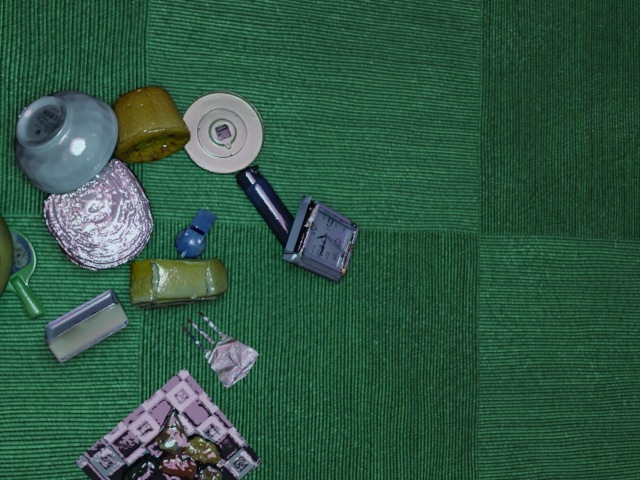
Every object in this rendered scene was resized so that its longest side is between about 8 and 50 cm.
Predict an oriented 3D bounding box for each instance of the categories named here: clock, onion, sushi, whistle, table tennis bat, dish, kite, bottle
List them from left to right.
[{"bbox_3d":[-0.775,0.084,1.687,0.160,0.039,0.257,-33,94,-12],"label":"table tennis bat"},{"bbox_3d":[-0.643,-0.262,1.628,0.303,0.120,0.303,-6,67,15],"label":"dish"},{"bbox_3d":[-0.583,0.209,1.675,0.192,0.147,0.071,-31,109,-16],"label":"clock"},{"bbox_3d":[-0.554,-0.053,1.715,0.250,0.111,0.247,-32,96,-15],"label":"onion"},{"bbox_3d":[-0.386,0.586,1.755,0.359,0.064,0.343,-40,98,-13],"label":"sushi"},{"bbox_3d":[-0.340,-0.006,1.799,0.090,0.090,0.158,35,40,-11],"label":"whistle"},{"bbox_3d":[-0.277,0.285,1.828,0.127,0.016,0.229,-43,102,-17],"label":"kite"},{"bbox_3d":[-0.269,-0.298,1.850,0.235,0.029,0.235,1,87,-16],"label":"clock"},{"bbox_3d":[-0.143,-0.095,1.855,0.244,0.082,0.072,56,31,-7],"label":"bottle"},{"bbox_3d":[0.000,0.000,1.842,0.253,0.083,0.186,29,77,-52],"label":"clock"}]

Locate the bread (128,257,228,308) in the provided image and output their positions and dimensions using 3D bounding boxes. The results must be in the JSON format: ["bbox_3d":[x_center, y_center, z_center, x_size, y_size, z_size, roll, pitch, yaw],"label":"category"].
[{"bbox_3d":[-0.360,0.107,1.726,0.257,0.186,0.124,-3,84,-24],"label":"bread"}]

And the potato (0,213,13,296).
[{"bbox_3d":[-0.901,-0.010,1.485,0.442,0.385,0.319,28,65,-20],"label":"potato"}]

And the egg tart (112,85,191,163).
[{"bbox_3d":[-0.448,-0.299,1.723,0.203,0.202,0.147,-19,83,-16],"label":"egg tart"}]
